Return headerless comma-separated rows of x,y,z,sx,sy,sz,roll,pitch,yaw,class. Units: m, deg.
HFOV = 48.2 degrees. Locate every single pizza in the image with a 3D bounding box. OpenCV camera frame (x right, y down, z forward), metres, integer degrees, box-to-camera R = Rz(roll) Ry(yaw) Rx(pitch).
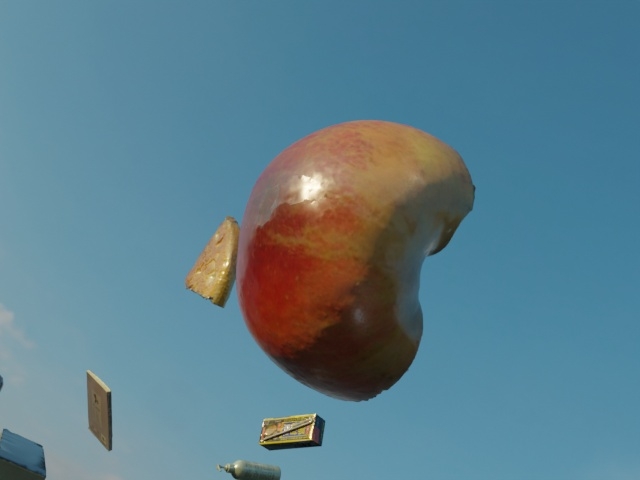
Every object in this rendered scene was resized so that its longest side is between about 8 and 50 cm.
-0.169,0.048,1.150,0.041,0.178,0.131,33,-60,-31,pizza

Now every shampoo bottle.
-0.204,0.641,1.988,0.195,0.056,0.056,21,-27,-30,shampoo bottle

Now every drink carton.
-0.072,0.481,1.794,0.165,0.071,0.056,-16,-40,31,drink carton

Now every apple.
0.000,0.000,0.728,0.163,0.293,0.251,25,-6,-32,apple

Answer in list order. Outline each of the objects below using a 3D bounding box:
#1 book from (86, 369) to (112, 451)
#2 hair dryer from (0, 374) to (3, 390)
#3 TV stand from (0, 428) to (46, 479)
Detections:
-0.571,0.438,1.844,0.127,0.014,0.182,25,-62,43,book
-0.815,0.302,1.438,0.107,0.189,0.344,0,-31,31,hair dryer
-0.531,0.395,1.227,0.088,0.083,0.269,30,-16,-18,TV stand
